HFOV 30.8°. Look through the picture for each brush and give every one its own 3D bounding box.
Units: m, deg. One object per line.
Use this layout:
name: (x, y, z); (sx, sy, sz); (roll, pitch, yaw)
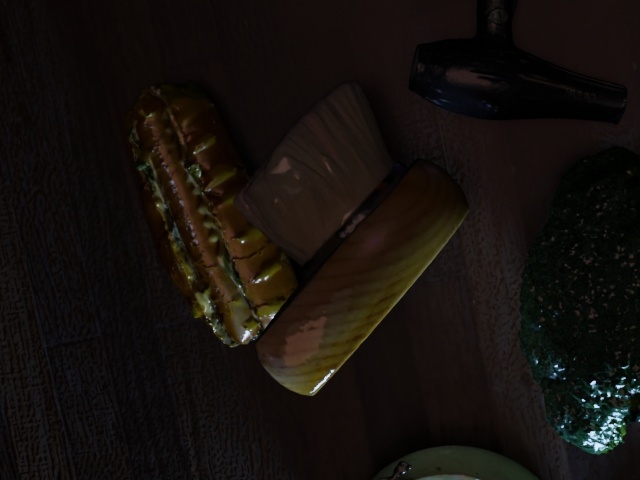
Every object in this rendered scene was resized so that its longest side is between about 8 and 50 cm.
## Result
brush: (0.000, 0.000, 0.999); (0.166, 0.267, 0.174); (41, 138, -3)

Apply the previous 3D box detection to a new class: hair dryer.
hair dryer: (0.188, -0.213, 1.040); (0.195, 0.075, 0.219); (9, 92, -1)

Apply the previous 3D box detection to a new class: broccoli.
broccoli: (0.294, 0.045, 0.992); (0.269, 0.269, 0.254); (52, 146, 0)

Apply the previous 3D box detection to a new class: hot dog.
hot dog: (-0.111, -0.023, 1.111); (0.115, 0.072, 0.269); (-26, 93, 20)

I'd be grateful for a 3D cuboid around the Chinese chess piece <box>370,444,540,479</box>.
Chinese chess piece: (0.129, 0.305, 1.102); (0.237, 0.092, 0.238); (2, 99, 11)
